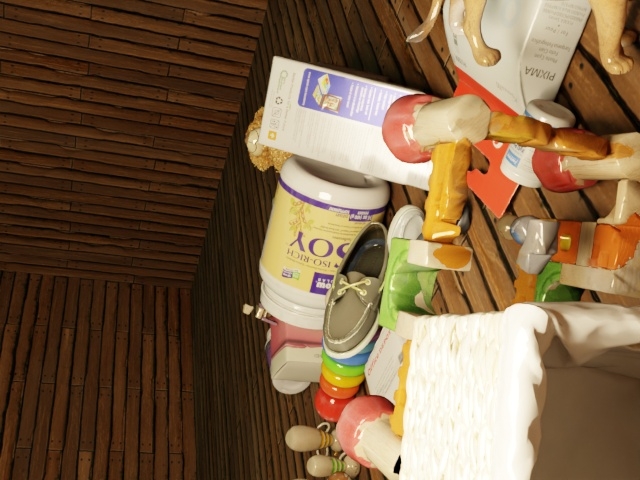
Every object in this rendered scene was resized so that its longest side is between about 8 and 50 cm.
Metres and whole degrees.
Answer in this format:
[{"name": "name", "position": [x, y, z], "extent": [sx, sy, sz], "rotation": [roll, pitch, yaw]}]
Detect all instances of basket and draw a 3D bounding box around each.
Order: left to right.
[{"name": "basket", "position": [0.256, 0.231, 0.700], "extent": [0.266, 0.328, 0.332], "rotation": [156, 119, -74]}]

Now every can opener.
[{"name": "can opener", "position": [0.190, -0.004, 1.362], "extent": [0.186, 0.073, 0.059], "rotation": [-52, 36, 33]}]

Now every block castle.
[{"name": "block castle", "position": [0.203, 0.064, 0.956], "extent": [0.213, 0.302, 0.454], "rotation": [-169, 87, -73]}]

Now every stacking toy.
[{"name": "stacking toy", "position": [0.050, 0.253, 1.665], "extent": [0.141, 0.141, 0.331], "rotation": [-110, 27, -55]}]

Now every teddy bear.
[{"name": "teddy bear", "position": [-0.059, -0.216, 1.878], "extent": [0.338, 0.113, 0.245], "rotation": [35, 139, 25]}]

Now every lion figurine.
[{"name": "lion figurine", "position": [0.269, -0.335, 0.939], "extent": [0.142, 0.391, 0.240], "rotation": [-56, -38, -42]}]

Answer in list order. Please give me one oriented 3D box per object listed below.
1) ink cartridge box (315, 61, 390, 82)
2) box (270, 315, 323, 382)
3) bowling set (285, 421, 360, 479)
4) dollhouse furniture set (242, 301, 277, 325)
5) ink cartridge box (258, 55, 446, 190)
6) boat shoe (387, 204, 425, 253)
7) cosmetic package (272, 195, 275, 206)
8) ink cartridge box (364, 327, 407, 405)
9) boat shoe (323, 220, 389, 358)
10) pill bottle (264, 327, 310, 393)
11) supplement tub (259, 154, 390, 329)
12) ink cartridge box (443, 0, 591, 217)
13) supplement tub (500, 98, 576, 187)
[{"name": "ink cartridge box", "position": [0.046, -0.307, 1.687], "extent": [0.237, 0.171, 0.100], "rotation": [-61, -16, -70]}, {"name": "box", "position": [-0.035, 0.209, 1.902], "extent": [0.127, 0.148, 0.233], "rotation": [125, 147, -54]}, {"name": "bowling set", "position": [0.032, 0.526, 1.642], "extent": [0.199, 0.154, 0.287], "rotation": [-13, 69, 52]}, {"name": "dollhouse furniture set", "position": [-0.140, 0.141, 1.901], "extent": [0.081, 0.090, 0.114], "rotation": [-67, 16, -1]}, {"name": "ink cartridge box", "position": [0.068, -0.227, 1.522], "extent": [0.069, 0.370, 0.176], "rotation": [-31, -44, -66]}, {"name": "boat shoe", "position": [0.170, 0.052, 1.455], "extent": [0.081, 0.079, 0.228], "rotation": [-150, 62, -64]}, {"name": "cosmetic package", "position": [-0.040, -0.097, 2.078], "extent": [0.238, 0.127, 0.107], "rotation": [137, 136, -62]}, {"name": "ink cartridge box", "position": [0.159, 0.260, 1.361], "extent": [0.220, 0.092, 0.160], "rotation": [-102, 26, -47]}, {"name": "boat shoe", "position": [0.071, 0.088, 1.510], "extent": [0.305, 0.109, 0.091], "rotation": [-64, -30, -42]}, {"name": "pill bottle", "position": [-0.090, 0.307, 2.106], "extent": [0.193, 0.108, 0.108], "rotation": [-114, 35, -58]}, {"name": "supplement tub", "position": [0.000, 0.000, 1.723], "extent": [0.241, 0.240, 0.332], "rotation": [-118, 38, -61]}, {"name": "ink cartridge box", "position": [0.260, -0.274, 1.242], "extent": [0.308, 0.091, 0.385], "rotation": [-116, 40, -59]}, {"name": "supplement tub", "position": [0.302, -0.136, 1.102], "extent": [0.071, 0.070, 0.107], "rotation": [-108, 31, -53]}]
